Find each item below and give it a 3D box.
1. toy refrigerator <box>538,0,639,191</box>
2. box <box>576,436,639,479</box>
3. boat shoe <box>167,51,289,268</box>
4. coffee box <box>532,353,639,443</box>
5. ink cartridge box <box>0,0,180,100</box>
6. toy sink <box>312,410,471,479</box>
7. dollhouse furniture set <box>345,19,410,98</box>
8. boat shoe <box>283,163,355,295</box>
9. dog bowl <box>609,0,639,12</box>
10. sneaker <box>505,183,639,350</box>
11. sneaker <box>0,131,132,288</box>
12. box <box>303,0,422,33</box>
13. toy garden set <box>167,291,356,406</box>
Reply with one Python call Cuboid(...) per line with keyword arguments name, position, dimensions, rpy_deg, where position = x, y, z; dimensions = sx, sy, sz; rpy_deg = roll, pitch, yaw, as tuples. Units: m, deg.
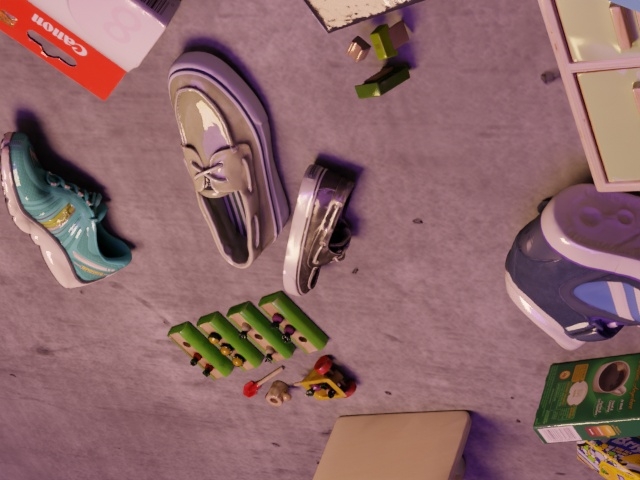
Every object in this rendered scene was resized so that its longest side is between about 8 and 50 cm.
Cuboid(name="toy refrigerator", position=(0.300, -0.172, 1.319), dimensions=(0.102, 0.094, 0.269), rpy_deg=(-1, 134, 29))
Cuboid(name="box", position=(0.421, 0.303, 1.766), dimensions=(0.169, 0.054, 0.059), rpy_deg=(35, 151, 37))
Cuboid(name="boat shoe", position=(-0.113, -0.092, 1.626), dimensions=(0.109, 0.094, 0.302), rpy_deg=(2, 136, 26))
Cuboid(name="coffee box", position=(0.368, 0.200, 1.690), dimensions=(0.184, 0.113, 0.040), rpy_deg=(-13, 127, 36))
Cuboid(name="ink cartridge box", position=(-0.294, -0.260, 1.567), dimensions=(0.189, 0.066, 0.232), rpy_deg=(35, 136, -13))
Cuboid(name="toy sink", position=(0.126, 0.352, 1.958), dimensions=(0.234, 0.153, 0.131), rpy_deg=(-9, 130, 33))
Cuboid(name="dollhouse furniture set", position=(0.049, -0.234, 1.438), dimensions=(0.076, 0.058, 0.151), rpy_deg=(-5, 114, 42))
Cuboid(name="boat shoe", position=(0.000, 0.000, 1.685), dimensions=(0.070, 0.078, 0.219), rpy_deg=(20, 139, 8))
Cuboid(name="dog bowl", position=(0.281, -0.279, 1.164), dimensions=(0.297, 0.166, 0.074), rpy_deg=(21, 152, 5))
Cuboid(name="sneaker", position=(0.372, 0.060, 1.535), dimensions=(0.323, 0.130, 0.236), rpy_deg=(19, 151, 0))
Cuboid(name="sneaker", position=(-0.351, -0.050, 1.821), dimensions=(0.110, 0.107, 0.275), rpy_deg=(-15, 134, 14))
Cuboid(name="box", position=(0.066, -0.295, 1.254), dimensions=(0.158, 0.156, 0.093), rpy_deg=(-12, 130, 37))
Cuboid(name="toy garden set", position=(-0.085, 0.184, 1.959), dimensions=(0.244, 0.049, 0.204), rpy_deg=(-20, 123, 42))
